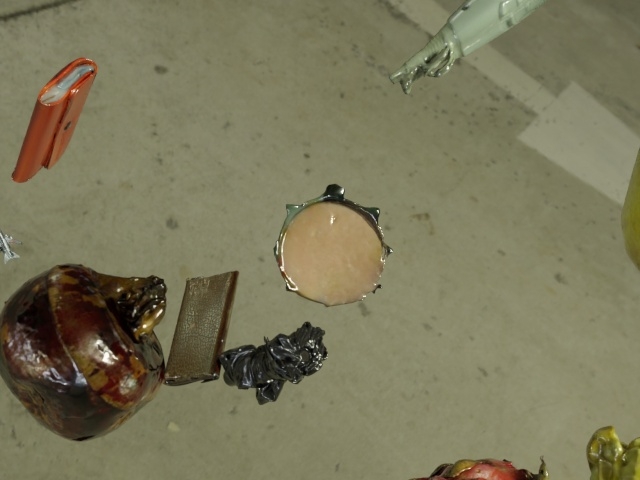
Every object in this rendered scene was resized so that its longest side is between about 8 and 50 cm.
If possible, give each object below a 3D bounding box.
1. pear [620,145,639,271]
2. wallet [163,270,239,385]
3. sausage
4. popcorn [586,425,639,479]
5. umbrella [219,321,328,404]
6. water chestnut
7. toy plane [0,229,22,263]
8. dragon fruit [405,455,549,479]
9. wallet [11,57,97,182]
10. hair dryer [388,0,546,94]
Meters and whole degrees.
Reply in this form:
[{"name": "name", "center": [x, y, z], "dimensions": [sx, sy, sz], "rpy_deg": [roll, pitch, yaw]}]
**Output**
[{"name": "pear", "center": [0.462, -0.045, 0.631], "dimensions": [0.304, 0.304, 0.304], "rpy_deg": [15, 47, -16]}, {"name": "wallet", "center": [-0.238, 0.176, 1.336], "dimensions": [0.039, 0.133, 0.243], "rpy_deg": [50, 35, -44]}, {"name": "sausage", "center": [0.000, 0.000, 0.604], "dimensions": [0.082, 0.371, 0.082], "rpy_deg": [0, 91, -3]}, {"name": "popcorn", "center": [0.485, 0.381, 0.935], "dimensions": [0.206, 0.237, 0.251], "rpy_deg": [-34, 59, -17]}, {"name": "umbrella", "center": [-0.094, 0.229, 1.191], "dimensions": [0.122, 0.272, 0.110], "rpy_deg": [32, 52, -24]}, {"name": "water chestnut", "center": [-0.285, 0.133, 0.836], "dimensions": [0.238, 0.223, 0.223], "rpy_deg": [-33, 68, -3]}, {"name": "toy plane", "center": [-0.666, 0.006, 1.373], "dimensions": [0.083, 0.031, 0.078], "rpy_deg": [58, 31, -4]}, {"name": "dragon fruit", "center": [0.232, 0.429, 1.003], "dimensions": [0.147, 0.282, 0.211], "rpy_deg": [-1, 42, -27]}, {"name": "wallet", "center": [-0.440, -0.194, 1.086], "dimensions": [0.045, 0.204, 0.142], "rpy_deg": [34, 43, -10]}, {"name": "hair dryer", "center": [0.154, -0.150, 0.405], "dimensions": [0.237, 0.075, 0.206], "rpy_deg": [-31, 41, 3]}]
